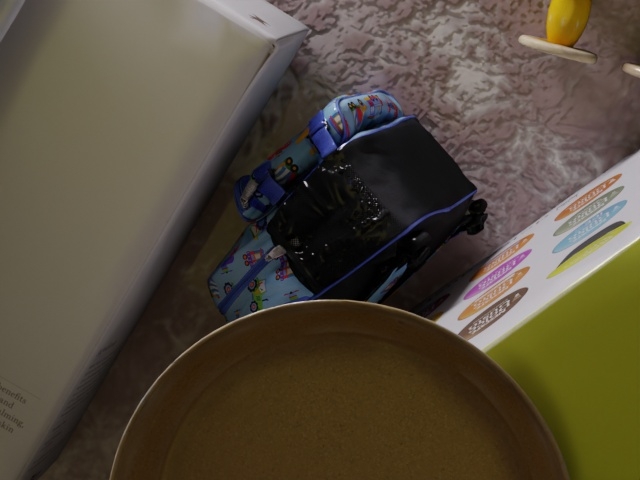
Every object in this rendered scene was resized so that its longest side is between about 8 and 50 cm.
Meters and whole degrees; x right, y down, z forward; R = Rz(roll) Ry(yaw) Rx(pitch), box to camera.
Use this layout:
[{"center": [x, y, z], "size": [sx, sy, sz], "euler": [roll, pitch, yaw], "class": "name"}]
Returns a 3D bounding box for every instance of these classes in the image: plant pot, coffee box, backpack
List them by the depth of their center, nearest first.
[{"center": [0.011, 0.144, 0.894], "size": [0.236, 0.032, 0.236], "euler": [1, 97, 10], "class": "plant pot"}, {"center": [0.182, 0.173, 1.058], "size": [0.337, 0.334, 0.338], "euler": [-37, 93, 12], "class": "coffee box"}, {"center": [0.000, 0.000, 1.153], "size": [0.173, 0.158, 0.117], "euler": [-41, 84, 24], "class": "backpack"}]

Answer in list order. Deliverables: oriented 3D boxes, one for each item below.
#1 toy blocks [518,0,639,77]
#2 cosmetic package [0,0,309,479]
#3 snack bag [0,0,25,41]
[{"center": [0.203, -0.181, 1.138], "size": [0.123, 0.054, 0.148], "euler": [15, 101, 6], "class": "toy blocks"}, {"center": [-0.185, -0.029, 1.167], "size": [0.197, 0.155, 0.365], "euler": [33, 102, 2], "class": "cosmetic package"}, {"center": [-0.314, -0.154, 1.136], "size": [0.342, 0.037, 0.323], "euler": [42, 107, 40], "class": "snack bag"}]
